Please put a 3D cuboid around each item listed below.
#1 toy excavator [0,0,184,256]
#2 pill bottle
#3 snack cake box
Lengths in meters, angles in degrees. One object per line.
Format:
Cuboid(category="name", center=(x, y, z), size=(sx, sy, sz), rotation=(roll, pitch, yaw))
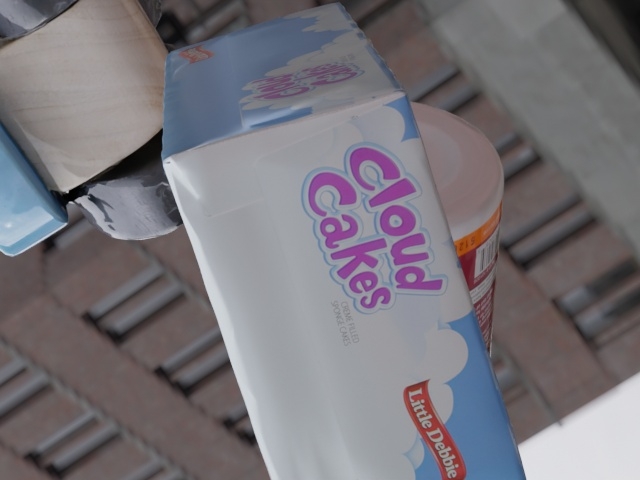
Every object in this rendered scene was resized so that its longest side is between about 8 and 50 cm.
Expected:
Cuboid(category="toy excavator", center=(-0.328, -0.114, 1.112), size=(0.433, 0.445, 0.222), rotation=(58, 177, 44))
Cuboid(category="pill bottle", center=(0.037, 0.042, 1.072), size=(0.121, 0.121, 0.221), rotation=(-99, 8, -51))
Cuboid(category="snack cake box", center=(0.000, 0.000, 0.770), size=(0.264, 0.089, 0.152), rotation=(-108, 2, -75))
